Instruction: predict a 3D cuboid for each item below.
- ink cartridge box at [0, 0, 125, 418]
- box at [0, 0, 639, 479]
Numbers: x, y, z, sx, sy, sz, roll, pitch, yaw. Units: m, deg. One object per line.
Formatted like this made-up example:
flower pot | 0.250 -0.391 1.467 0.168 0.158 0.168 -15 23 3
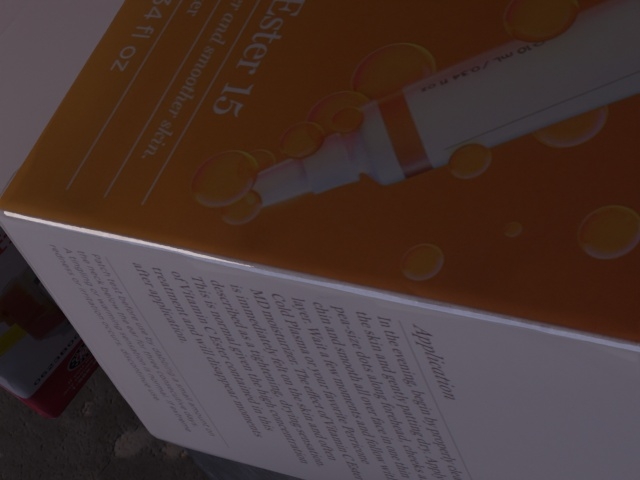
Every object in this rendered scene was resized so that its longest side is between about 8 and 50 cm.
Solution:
ink cartridge box | -0.208 -0.052 1.308 0.160 0.279 0.384 35 170 13
box | 0.095 -0.017 0.672 0.345 0.215 0.168 11 149 27
